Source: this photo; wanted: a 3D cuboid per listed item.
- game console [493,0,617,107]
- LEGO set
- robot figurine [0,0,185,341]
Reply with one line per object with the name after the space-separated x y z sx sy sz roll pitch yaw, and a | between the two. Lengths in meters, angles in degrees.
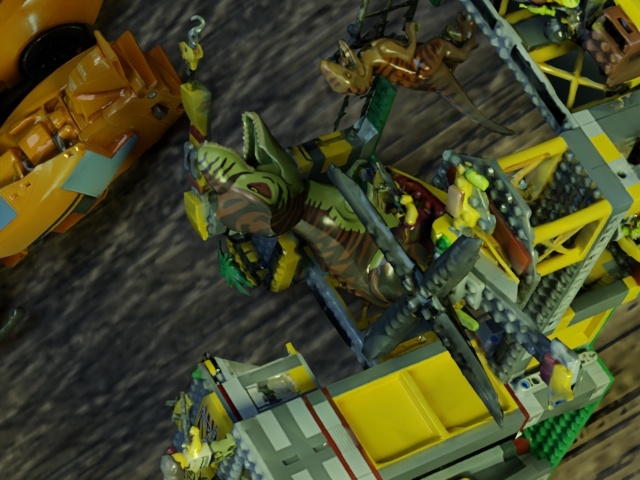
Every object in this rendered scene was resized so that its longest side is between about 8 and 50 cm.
0.277 -0.157 0.726 0.386 0.060 0.342 22 107 21 | game console
0.000 0.000 0.788 0.255 0.192 0.331 61 152 17 | LEGO set
-0.214 -0.046 1.072 0.291 0.085 0.211 -40 60 18 | robot figurine
